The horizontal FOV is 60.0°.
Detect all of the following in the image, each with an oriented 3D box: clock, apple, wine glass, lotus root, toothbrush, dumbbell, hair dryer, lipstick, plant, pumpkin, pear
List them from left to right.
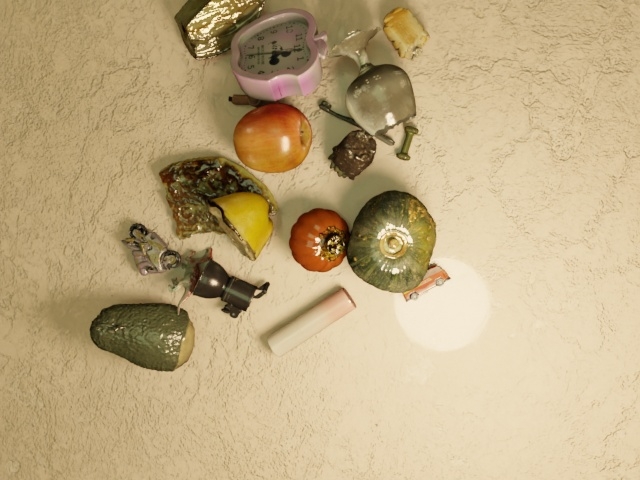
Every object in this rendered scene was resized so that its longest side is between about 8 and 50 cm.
[{"bbox_3d":[-0.351,-0.778,1.906,0.314,0.142,0.210,-32,127,2],"label":"lotus root"},{"bbox_3d":[-0.247,-0.077,1.867,0.178,0.267,0.267,-43,89,-16],"label":"pear"},{"bbox_3d":[-0.245,-0.491,1.934,0.182,0.117,0.063,11,95,29],"label":"hair dryer"},{"bbox_3d":[-0.161,-0.345,1.857,0.241,0.242,0.241,0,93,20],"label":"apple"},{"bbox_3d":[-0.129,-0.612,1.830,0.339,0.102,0.338,-5,61,10],"label":"clock"},{"bbox_3d":[-0.031,0.288,1.949,0.327,0.087,0.087,-34,90,6],"label":"lipstick"},{"bbox_3d":[0.110,-0.287,1.863,0.132,0.194,0.129,-41,91,-20],"label":"plant"},{"bbox_3d":[0.129,-0.406,1.928,0.297,0.030,0.030,29,85,3],"label":"toothbrush"},{"bbox_3d":[0.175,-0.515,1.823,0.238,0.238,0.322,-24,94,6],"label":"wine glass"},{"bbox_3d":[0.239,0.002,1.825,0.292,0.257,0.327,28,88,-7],"label":"pumpkin"},{"bbox_3d":[0.299,-0.334,1.908,0.052,0.046,0.117,17,94,10],"label":"dumbbell"}]

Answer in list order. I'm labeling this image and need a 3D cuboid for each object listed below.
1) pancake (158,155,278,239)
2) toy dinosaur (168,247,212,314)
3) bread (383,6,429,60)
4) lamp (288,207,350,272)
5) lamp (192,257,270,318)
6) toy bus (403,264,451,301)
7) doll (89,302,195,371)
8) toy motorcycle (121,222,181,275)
[{"bbox_3d":[-0.359,-0.147,1.979,0.427,0.067,0.304,1,101,4],"label":"pancake"},{"bbox_3d":[-0.460,0.143,1.953,0.168,0.053,0.242,-14,53,11],"label":"toy dinosaur"},{"bbox_3d":[0.287,-0.699,1.870,0.119,0.084,0.177,-34,89,4],"label":"bread"},{"bbox_3d":[0.000,0.000,1.877,0.223,0.197,0.223,-7,103,-33],"label":"lamp"},{"bbox_3d":[-0.318,0.182,1.956,0.228,0.147,0.172,27,108,-4],"label":"lamp"},{"bbox_3d":[0.358,0.147,1.916,0.174,0.079,0.077,-30,80,6],"label":"toy bus"},{"bbox_3d":[-0.617,0.327,1.935,0.350,0.247,0.247,12,94,-16],"label":"doll"},{"bbox_3d":[-0.619,0.051,1.997,0.225,0.073,0.152,38,98,1],"label":"toy motorcycle"}]
